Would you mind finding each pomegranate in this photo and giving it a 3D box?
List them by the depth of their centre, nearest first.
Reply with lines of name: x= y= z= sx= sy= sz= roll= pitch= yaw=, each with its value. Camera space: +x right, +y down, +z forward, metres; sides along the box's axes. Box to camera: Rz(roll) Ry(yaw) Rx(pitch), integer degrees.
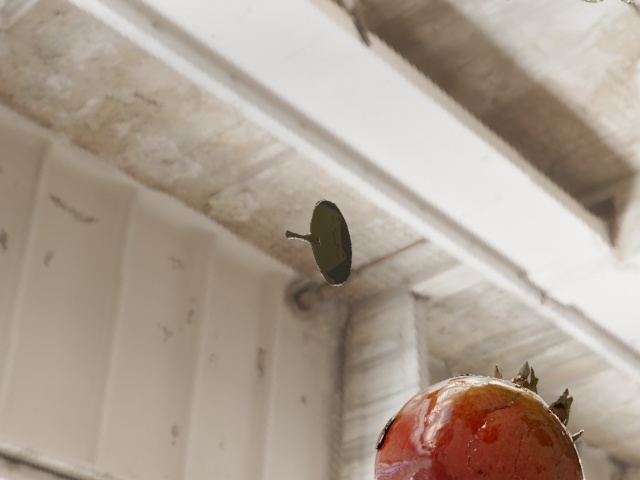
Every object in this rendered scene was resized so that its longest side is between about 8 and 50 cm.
pomegranate: x=0.163 y=0.229 z=1.146 sx=0.235 sy=0.210 sz=0.210 roll=-43 pitch=-75 yaw=-34

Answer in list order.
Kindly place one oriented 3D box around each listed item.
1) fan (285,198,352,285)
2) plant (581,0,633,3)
fan: x=0.000 y=0.000 z=1.449 sx=0.175 sy=0.005 sz=0.113 roll=10 pitch=-108 yaw=-62
plant: x=0.191 y=-0.293 z=0.829 sx=0.306 sy=0.297 sz=0.261 roll=30 pitch=-156 yaw=-11
